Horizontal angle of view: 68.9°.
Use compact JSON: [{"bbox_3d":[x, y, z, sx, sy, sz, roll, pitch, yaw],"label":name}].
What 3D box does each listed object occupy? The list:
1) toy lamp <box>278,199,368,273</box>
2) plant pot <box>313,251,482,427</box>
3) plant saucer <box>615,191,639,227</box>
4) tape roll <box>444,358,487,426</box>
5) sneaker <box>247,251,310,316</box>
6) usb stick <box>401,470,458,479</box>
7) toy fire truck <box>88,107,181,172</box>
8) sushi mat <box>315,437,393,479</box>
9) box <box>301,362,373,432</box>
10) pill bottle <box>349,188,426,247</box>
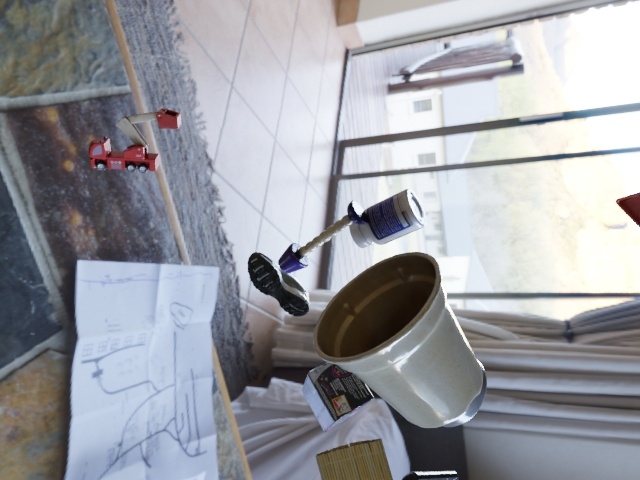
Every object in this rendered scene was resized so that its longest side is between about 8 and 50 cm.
[{"bbox_3d":[0.000,0.000,1.241,0.080,0.274,0.080,43,26,-28],"label":"toy lamp"},{"bbox_3d":[0.206,0.248,1.082,0.305,0.333,0.334,51,35,-18],"label":"plant pot"},{"bbox_3d":[0.725,-0.025,0.836,0.048,0.259,0.258,-44,180,-13],"label":"plant saucer"},{"bbox_3d":[0.352,0.402,1.309,0.072,0.219,0.219,37,47,-24],"label":"tape roll"},{"bbox_3d":[-0.137,0.135,1.539,0.271,0.100,0.108,48,24,-22],"label":"sneaker"},{"bbox_3d":[0.379,0.823,1.603,0.278,0.077,0.045,23,23,-39],"label":"usb stick"},{"bbox_3d":[-0.398,-0.216,0.999,0.047,0.192,0.135,-103,-163,-61],"label":"toy fire truck"},{"bbox_3d":[0.102,0.597,0.995,0.019,0.151,0.317,57,17,-78],"label":"sushi mat"},{"bbox_3d":[0.046,0.472,1.449,0.163,0.142,0.247,57,-21,22],"label":"box"},{"bbox_3d":[0.175,-0.051,1.248,0.112,0.186,0.112,40,37,-39],"label":"pill bottle"}]
